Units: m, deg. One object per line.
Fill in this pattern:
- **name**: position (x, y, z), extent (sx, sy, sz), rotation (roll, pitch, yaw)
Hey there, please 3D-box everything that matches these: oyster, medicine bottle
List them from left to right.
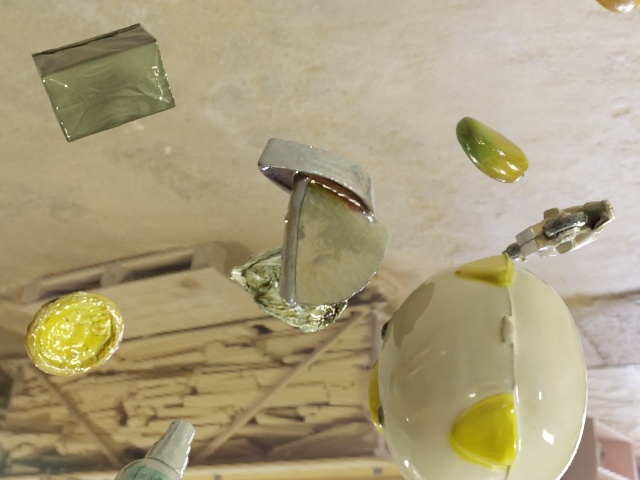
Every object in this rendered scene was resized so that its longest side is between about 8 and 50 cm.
- **medicine bottle**: position (-0.263, 0.389, 1.125), extent (0.110, 0.352, 0.110), rotation (4, 115, 10)
- **oyster**: position (-0.062, 0.099, 1.787), extent (0.268, 0.198, 0.112), rotation (43, 166, -14)

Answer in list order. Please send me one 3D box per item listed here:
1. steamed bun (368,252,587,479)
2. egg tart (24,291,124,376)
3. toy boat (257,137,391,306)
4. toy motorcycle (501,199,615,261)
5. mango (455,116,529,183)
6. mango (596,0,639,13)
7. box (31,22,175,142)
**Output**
- **steamed bun**: position (0.236, 0.210, 1.140), extent (0.334, 0.374, 0.334), rotation (3, 145, 2)
- **egg tart**: position (-0.485, 0.179, 1.511), extent (0.191, 0.191, 0.074), rotation (23, -175, -33)
- **toy boat**: position (0.012, -0.024, 1.319), extent (0.276, 0.293, 0.111), rotation (5, 162, -42)
- **toy motorcycle**: position (0.573, -0.021, 1.805), extent (0.223, 0.107, 0.340), rotation (-16, 169, -10)
- **mango**: position (0.384, -0.204, 1.731), extent (0.195, 0.130, 0.092), rotation (43, 122, -6)
- **mango**: position (0.402, -0.411, 1.079), extent (0.141, 0.102, 0.217), rotation (8, 144, 43)
- **box**: position (-0.435, -0.319, 1.545), extent (0.231, 0.149, 0.155), rotation (-21, 125, -16)
